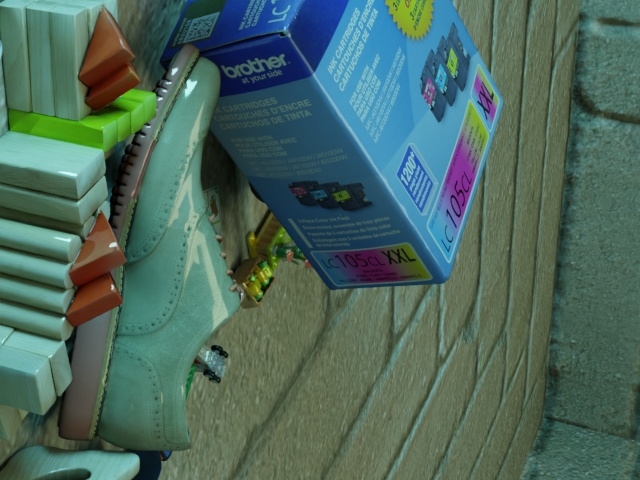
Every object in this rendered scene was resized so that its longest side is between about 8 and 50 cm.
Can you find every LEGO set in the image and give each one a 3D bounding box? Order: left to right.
[{"bbox_3d":[-0.152,0.082,1.353,0.182,0.060,0.244,-32,123,-60],"label":"LEGO set"},{"bbox_3d":[0.000,0.000,1.613,0.287,0.107,0.132,-23,123,-67],"label":"LEGO set"}]

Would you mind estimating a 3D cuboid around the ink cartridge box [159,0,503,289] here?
[{"bbox_3d":[0.012,-0.176,1.330,0.395,0.151,0.270,53,43,-36],"label":"ink cartridge box"}]

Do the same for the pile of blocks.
[{"bbox_3d":[-0.184,-0.022,1.064,0.149,0.112,0.362,-1,103,-71],"label":"pile of blocks"}]

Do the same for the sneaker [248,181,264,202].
[{"bbox_3d":[0.005,-0.119,1.582,0.145,0.090,0.270,70,34,-53],"label":"sneaker"}]

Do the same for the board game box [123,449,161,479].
[{"bbox_3d":[-0.175,0.264,1.259,0.133,0.033,0.169,-17,-130,59],"label":"board game box"}]

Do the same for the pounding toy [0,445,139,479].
[{"bbox_3d":[-0.217,0.228,1.057,0.269,0.154,0.155,-45,143,-59],"label":"pounding toy"}]

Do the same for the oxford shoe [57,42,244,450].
[{"bbox_3d":[-0.124,0.010,1.185,0.123,0.130,0.348,-128,-127,-81],"label":"oxford shoe"}]

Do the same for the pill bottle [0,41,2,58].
[{"bbox_3d":[-0.246,-0.155,0.873,0.116,0.065,0.065,80,28,-47],"label":"pill bottle"}]
